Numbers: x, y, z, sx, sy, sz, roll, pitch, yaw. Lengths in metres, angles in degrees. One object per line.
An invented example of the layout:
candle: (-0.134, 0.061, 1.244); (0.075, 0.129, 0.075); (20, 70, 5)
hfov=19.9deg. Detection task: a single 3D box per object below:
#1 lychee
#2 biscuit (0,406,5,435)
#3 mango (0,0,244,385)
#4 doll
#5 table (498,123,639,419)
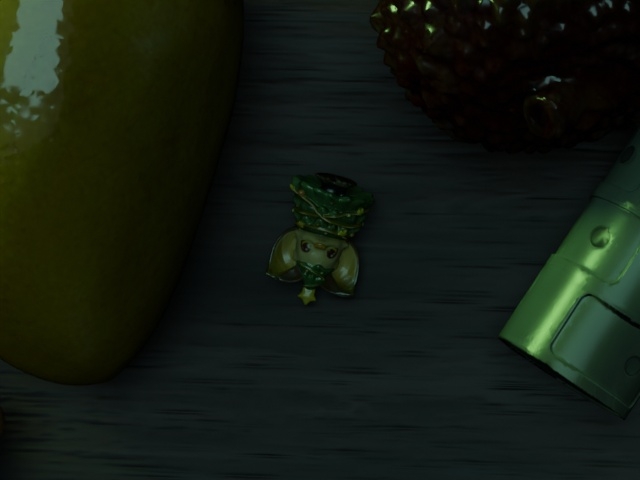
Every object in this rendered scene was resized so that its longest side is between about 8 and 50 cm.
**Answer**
lychee: (0.186, -0.216, 1.442); (0.306, 0.306, 0.330); (-5, 58, 4)
biscuit: (-0.364, 0.159, 1.499); (0.205, 0.049, 0.324); (-20, 55, 1)
mango: (-0.197, -0.101, 1.469); (0.232, 0.300, 0.446); (10, 99, 25)
doll: (0.001, -0.007, 1.560); (0.078, 0.077, 0.113); (14, 118, -2)
table: (0.256, 0.022, 1.492); (0.126, 0.126, 0.220); (33, 88, 7)
